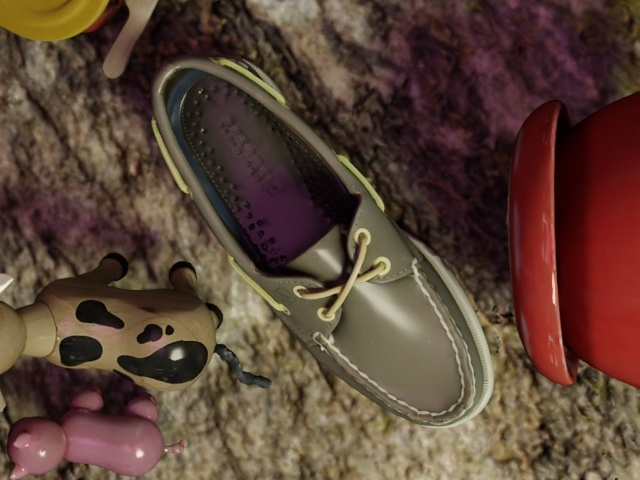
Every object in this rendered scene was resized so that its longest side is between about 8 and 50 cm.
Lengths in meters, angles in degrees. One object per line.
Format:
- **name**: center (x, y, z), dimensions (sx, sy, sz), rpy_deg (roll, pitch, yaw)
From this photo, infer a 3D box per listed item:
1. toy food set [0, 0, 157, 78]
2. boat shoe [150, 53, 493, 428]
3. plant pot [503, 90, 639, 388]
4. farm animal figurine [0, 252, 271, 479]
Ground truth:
- **toy food set**: center (-0.185, -0.208, 0.799), dimensions (0.218, 0.071, 0.128), rpy_deg (30, 120, 10)
- **boat shoe**: center (-0.004, 0.003, 0.755), dimensions (0.109, 0.091, 0.305), rpy_deg (-40, 85, 9)
- **plant pot**: center (0.204, 0.001, 0.675), dimensions (0.174, 0.191, 0.191), rpy_deg (-3, 91, 18)
- **farm animal figurine**: center (-0.253, 0.087, 0.725), dimensions (0.330, 0.172, 0.327), rpy_deg (-43, 100, 14)
